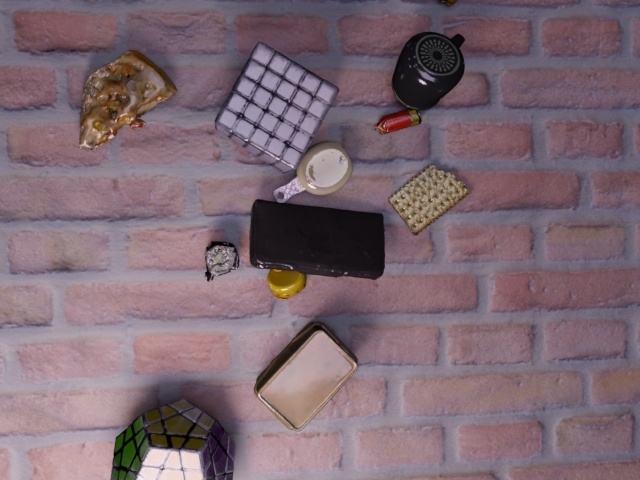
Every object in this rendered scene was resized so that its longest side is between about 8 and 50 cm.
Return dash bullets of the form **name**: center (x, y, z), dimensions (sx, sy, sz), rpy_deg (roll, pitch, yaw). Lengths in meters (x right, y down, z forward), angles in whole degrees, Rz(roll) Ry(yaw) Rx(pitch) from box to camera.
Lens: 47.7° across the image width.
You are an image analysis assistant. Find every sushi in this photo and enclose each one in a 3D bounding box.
- **sushi**: center (-0.263, 0.053, 1.918), dimensions (0.094, 0.084, 0.098), rpy_deg (-5, 98, -10)

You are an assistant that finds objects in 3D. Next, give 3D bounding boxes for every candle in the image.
- **candle**: center (0.207, -0.324, 1.973), dimensions (0.130, 0.052, 0.052), rpy_deg (-18, 94, -5)

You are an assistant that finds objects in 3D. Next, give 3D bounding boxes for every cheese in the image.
- **cheese**: center (-0.024, -0.172, 1.947), dimensions (0.227, 0.064, 0.137), rpy_deg (-31, 95, -3)

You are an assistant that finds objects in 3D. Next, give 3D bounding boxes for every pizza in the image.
- **pizza**: center (-0.531, -0.359, 1.875), dimensions (0.297, 0.071, 0.189), rpy_deg (-39, 97, -3)

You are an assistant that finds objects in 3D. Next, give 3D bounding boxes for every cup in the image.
- **cup**: center (0.295, -0.455, 1.913), dimensions (0.169, 0.176, 0.223), rpy_deg (45, 66, 7)

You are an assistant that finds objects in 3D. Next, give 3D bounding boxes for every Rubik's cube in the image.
- **Rubik's cube**: center (-0.115, -0.328, 1.841), dimensions (0.238, 0.237, 0.237), rpy_deg (31, 88, -8)
- **Rubik's cube**: center (-0.371, 0.565, 1.834), dimensions (0.319, 0.319, 0.264), rpy_deg (-29, 70, -5)

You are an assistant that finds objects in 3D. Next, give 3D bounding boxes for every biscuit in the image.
- **biscuit**: center (0.299, -0.123, 2.009), dimensions (0.203, 0.016, 0.144), rpy_deg (-40, 96, -3)

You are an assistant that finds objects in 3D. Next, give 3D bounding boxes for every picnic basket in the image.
- **picnic basket**: center (-0.039, 0.355, 1.928), dimensions (0.165, 0.139, 0.267), rpy_deg (44, 87, -7)

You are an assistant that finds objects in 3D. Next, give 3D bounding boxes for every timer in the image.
- **timer**: center (-0.092, 0.095, 1.926), dimensions (0.107, 0.107, 0.109), rpy_deg (-24, 136, -5)

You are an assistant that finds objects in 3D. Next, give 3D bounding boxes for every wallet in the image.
- **wallet**: center (0.000, 0.000, 1.924), dimensions (0.377, 0.051, 0.197), rpy_deg (5, 68, -13)

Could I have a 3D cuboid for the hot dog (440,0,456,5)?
- **hot dog**: center (0.391, -0.710, 1.970), dimensions (0.055, 0.072, 0.188), rpy_deg (40, 88, -28)
